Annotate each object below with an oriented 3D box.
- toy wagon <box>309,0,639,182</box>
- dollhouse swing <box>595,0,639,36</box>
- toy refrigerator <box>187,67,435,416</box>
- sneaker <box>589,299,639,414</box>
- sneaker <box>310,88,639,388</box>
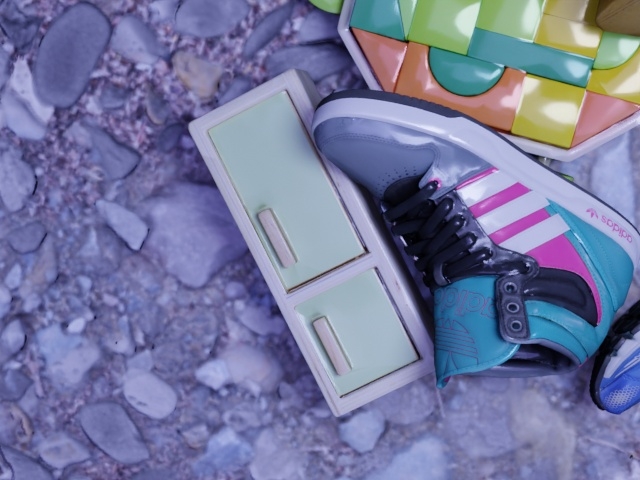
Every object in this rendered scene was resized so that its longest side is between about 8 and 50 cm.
[{"bbox_3d":[0.117,-0.195,1.109,0.344,0.068,0.267,16,97,6],"label":"toy wagon"},{"bbox_3d":[0.224,-0.353,0.941,0.305,0.315,0.346,16,81,-4],"label":"dollhouse swing"},{"bbox_3d":[0.000,0.000,1.130,0.102,0.094,0.269,-26,92,9],"label":"toy refrigerator"},{"bbox_3d":[0.371,0.071,1.068,0.330,0.130,0.147,-24,89,9],"label":"sneaker"},{"bbox_3d":[0.105,0.019,1.050,0.296,0.124,0.178,27,62,-13],"label":"sneaker"}]
